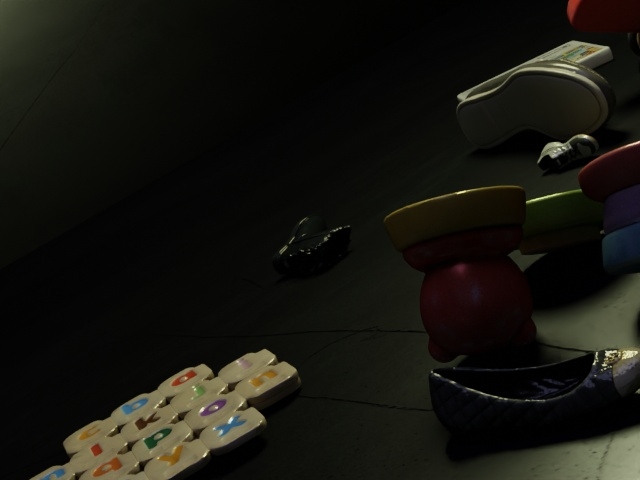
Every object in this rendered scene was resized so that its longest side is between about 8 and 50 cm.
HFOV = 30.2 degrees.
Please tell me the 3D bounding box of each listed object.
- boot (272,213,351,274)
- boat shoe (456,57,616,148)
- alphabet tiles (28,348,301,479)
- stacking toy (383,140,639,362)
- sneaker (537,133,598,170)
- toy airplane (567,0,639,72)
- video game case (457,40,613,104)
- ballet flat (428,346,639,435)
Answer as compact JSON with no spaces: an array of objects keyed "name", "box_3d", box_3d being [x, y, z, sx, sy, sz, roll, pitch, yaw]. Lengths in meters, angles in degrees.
[{"name":"boot","box_3d":[0.000,-0.001,1.543,0.099,0.045,0.121,-17,23,43]},{"name":"boat shoe","box_3d":[0.297,-0.194,1.581,0.095,0.112,0.335,-36,12,-19]},{"name":"alphabet tiles","box_3d":[-0.156,0.191,1.144,0.284,0.021,0.278,-30,14,-14]},{"name":"stacking toy","box_3d":[0.242,0.011,1.008,0.309,0.130,0.279,-16,-10,29]},{"name":"sneaker","box_3d":[0.295,-0.101,1.413,0.083,0.032,0.037,-16,29,55]},{"name":"toy airplane","box_3d":[0.544,-0.393,1.509,0.384,0.272,0.386,-38,25,-25]},{"name":"video game case","box_3d":[0.349,-0.268,1.962,0.227,0.026,0.206,-25,13,2]},{"name":"ballet flat","box_3d":[0.151,0.102,0.836,0.173,0.049,0.057,-18,16,33]}]
